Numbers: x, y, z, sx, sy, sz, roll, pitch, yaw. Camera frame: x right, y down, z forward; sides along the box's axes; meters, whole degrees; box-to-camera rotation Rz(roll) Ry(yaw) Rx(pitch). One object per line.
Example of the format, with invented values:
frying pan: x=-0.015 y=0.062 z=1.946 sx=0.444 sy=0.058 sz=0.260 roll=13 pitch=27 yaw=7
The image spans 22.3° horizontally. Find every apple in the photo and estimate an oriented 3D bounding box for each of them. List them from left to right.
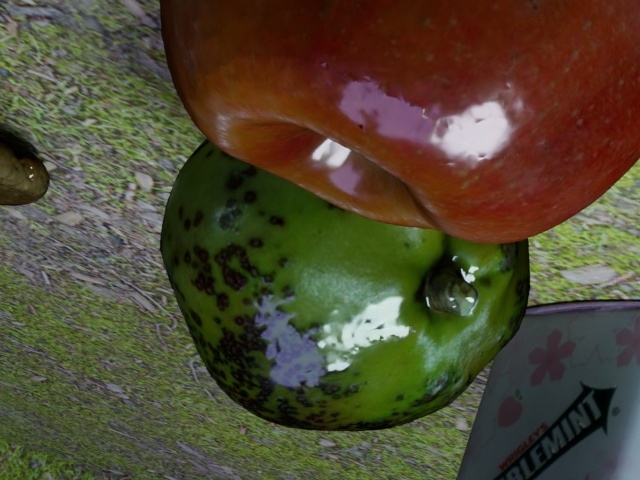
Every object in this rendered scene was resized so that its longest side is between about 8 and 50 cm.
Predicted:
apple: x=0.048 y=-0.109 z=0.642 sx=0.218 sy=0.201 sz=0.218 roll=21 pitch=168 yaw=5

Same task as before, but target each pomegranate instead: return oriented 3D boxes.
pomegranate: x=0.012 y=-0.013 z=0.999 sx=0.204 sy=0.276 sz=0.222 roll=-34 pitch=123 yaw=18

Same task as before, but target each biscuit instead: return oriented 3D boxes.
biscuit: x=-0.321 y=-0.064 z=1.285 sx=0.226 sy=0.042 sz=0.226 roll=8 pitch=174 yaw=1

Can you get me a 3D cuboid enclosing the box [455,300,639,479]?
box: x=0.167 y=0.230 z=1.164 sx=0.112 sy=0.370 sz=0.190 roll=33 pitch=156 yaw=-28
